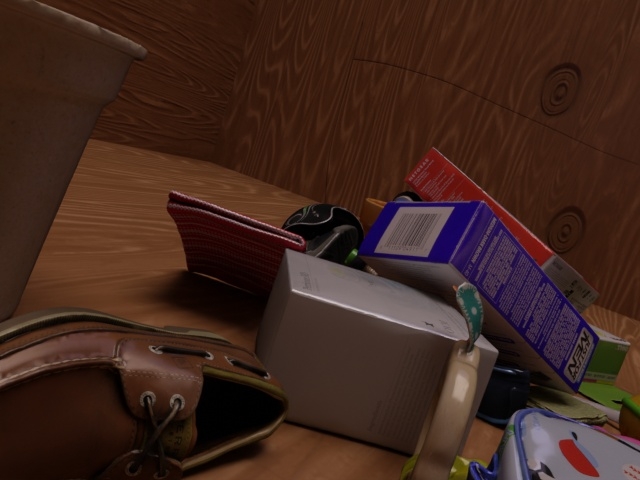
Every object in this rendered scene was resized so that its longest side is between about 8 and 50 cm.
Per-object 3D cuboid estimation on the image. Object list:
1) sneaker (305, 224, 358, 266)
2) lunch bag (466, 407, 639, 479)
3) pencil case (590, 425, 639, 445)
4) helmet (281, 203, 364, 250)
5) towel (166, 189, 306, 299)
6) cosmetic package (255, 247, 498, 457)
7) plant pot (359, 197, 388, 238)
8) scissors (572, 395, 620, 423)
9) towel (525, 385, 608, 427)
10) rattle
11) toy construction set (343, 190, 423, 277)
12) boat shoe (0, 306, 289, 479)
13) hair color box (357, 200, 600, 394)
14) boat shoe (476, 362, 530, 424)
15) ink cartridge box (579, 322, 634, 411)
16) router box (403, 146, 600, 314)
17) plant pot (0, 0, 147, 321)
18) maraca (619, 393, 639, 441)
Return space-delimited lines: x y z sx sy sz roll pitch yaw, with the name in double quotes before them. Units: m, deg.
"sneaker" -0.029 0.023 1.174 0.130 0.087 0.227 19 39 34
"lunch bag" 0.196 0.224 0.354 0.243 0.115 0.303 18 17 5
"pencil case" 0.370 0.259 0.658 0.209 0.095 0.098 15 -4 0
"helmet" 0.000 0.000 1.316 0.169 0.170 0.161 21 26 19
"towel" -0.122 0.022 0.940 0.198 0.031 0.275 19 -21 2
"cosmetic package" 0.046 0.119 0.729 0.224 0.138 0.224 16 8 -7
"plant pot" 0.172 0.023 1.454 0.205 0.188 0.205 17 9 -3
"scissors" 0.489 0.288 0.923 0.297 0.109 0.021 -5 -37 48
"towel" 0.346 0.246 0.929 0.148 0.027 0.110 9 11 -43
"rattle" 0.155 0.147 0.554 0.142 0.200 0.130 13 -31 26
"toy construction set" 0.180 0.075 1.206 0.237 0.258 0.309 36 -2 7
"boat shoe" -0.129 0.115 0.454 0.104 0.111 0.307 21 9 28
"hair color box" 0.234 0.082 0.919 0.339 0.110 0.185 44 -21 -29
"boat shoe" 0.179 0.162 0.897 0.258 0.089 0.109 23 9 31
"ink cartridge box" 0.518 0.226 1.194 0.188 0.097 0.255 13 9 -31
"router box" 0.342 -0.003 1.171 0.335 0.082 0.301 23 22 -53
"plant pot" -0.373 -0.092 0.605 0.333 0.306 0.334 18 9 -3
"maraca" 0.454 0.262 0.800 0.127 0.099 0.186 36 8 -19
